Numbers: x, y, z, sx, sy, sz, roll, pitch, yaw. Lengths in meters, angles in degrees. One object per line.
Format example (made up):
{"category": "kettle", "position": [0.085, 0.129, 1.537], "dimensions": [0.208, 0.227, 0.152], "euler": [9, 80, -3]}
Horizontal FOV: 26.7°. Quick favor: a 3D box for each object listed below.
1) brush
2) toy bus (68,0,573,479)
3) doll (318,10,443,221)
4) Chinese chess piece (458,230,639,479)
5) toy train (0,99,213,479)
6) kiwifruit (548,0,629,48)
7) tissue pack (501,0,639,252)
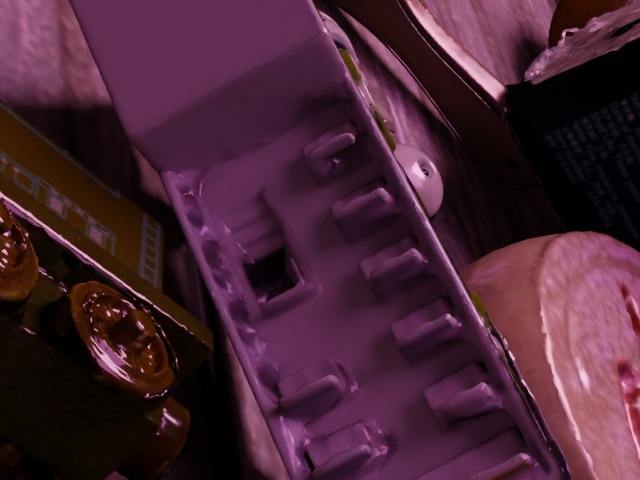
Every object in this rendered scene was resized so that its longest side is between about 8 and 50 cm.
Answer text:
{"category": "brush", "position": [0.032, -0.150, 0.875], "dimensions": [0.327, 0.070, 0.065], "euler": [47, 48, -10]}
{"category": "toy bus", "position": [0.000, 0.000, 0.549], "dimensions": [0.301, 0.113, 0.139], "euler": [63, 4, 26]}
{"category": "doll", "position": [0.008, -0.059, 0.733], "dimensions": [0.091, 0.067, 0.219], "euler": [11, 50, -50]}
{"category": "Chinese chess piece", "position": [0.147, 0.126, 0.676], "dimensions": [0.270, 0.112, 0.270], "euler": [34, 35, -28]}
{"category": "toy train", "position": [-0.134, -0.005, 0.461], "dimensions": [0.225, 0.090, 0.137], "euler": [41, 20, -26]}
{"category": "kiwifruit", "position": [0.300, -0.137, 1.091], "dimensions": [0.234, 0.196, 0.196], "euler": [33, 34, -23]}
{"category": "tissue pack", "position": [0.331, 0.006, 0.849], "dimensions": [0.416, 0.264, 0.253], "euler": [57, 32, -8]}
